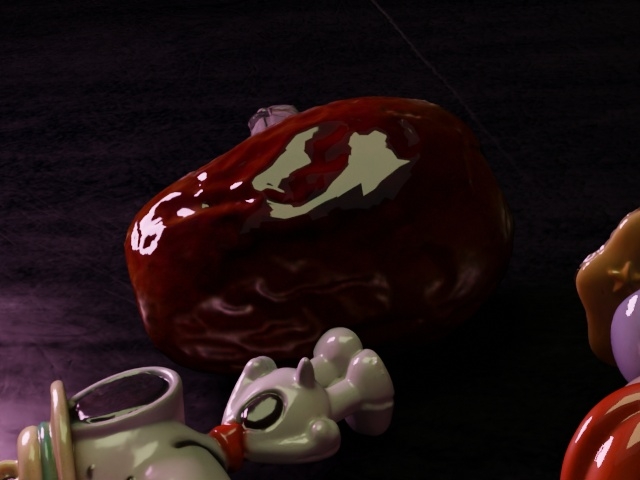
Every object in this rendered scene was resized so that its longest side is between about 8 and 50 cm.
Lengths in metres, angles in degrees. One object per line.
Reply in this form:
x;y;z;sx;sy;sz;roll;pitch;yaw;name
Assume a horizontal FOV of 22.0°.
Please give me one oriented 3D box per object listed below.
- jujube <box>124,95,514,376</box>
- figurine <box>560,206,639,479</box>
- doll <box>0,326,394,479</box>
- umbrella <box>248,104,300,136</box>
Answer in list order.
0.000;0.000;1.387;0.318;0.223;0.223;-18;27;4;jujube
0.268;0.104;1.119;0.208;0.181;0.257;16;35;-6;figurine
-0.091;0.150;1.243;0.208;0.144;0.271;27;46;22;doll
-0.029;-0.048;1.640;0.067;0.073;0.337;-30;26;9;umbrella
